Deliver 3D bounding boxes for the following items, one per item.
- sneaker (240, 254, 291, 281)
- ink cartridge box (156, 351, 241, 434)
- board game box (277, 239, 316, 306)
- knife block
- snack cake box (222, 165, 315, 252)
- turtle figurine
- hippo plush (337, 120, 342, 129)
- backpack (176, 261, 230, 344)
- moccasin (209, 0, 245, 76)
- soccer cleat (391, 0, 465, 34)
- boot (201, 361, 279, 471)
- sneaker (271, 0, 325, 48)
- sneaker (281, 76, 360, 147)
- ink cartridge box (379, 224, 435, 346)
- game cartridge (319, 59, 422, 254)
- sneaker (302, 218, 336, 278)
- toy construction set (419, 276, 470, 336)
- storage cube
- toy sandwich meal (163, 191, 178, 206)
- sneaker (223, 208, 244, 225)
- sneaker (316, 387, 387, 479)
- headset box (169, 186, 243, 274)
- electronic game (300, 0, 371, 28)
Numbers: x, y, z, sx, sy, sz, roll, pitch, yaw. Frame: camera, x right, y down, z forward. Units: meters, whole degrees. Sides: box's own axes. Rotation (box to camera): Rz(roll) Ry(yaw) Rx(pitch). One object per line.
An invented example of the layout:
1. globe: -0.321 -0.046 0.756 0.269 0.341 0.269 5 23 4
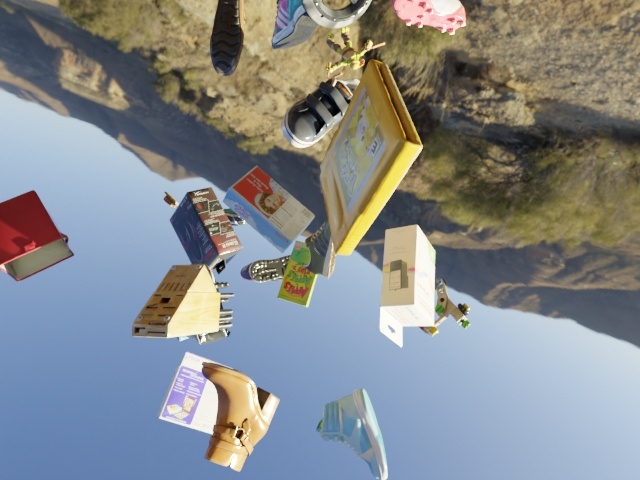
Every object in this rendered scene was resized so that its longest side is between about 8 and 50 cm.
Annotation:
1. sneaker: -0.180 0.114 1.788 0.284 0.107 0.124 4 171 -38
2. ink cartridge box: -0.380 0.485 1.436 0.206 0.208 0.045 30 154 -24
3. board game box: -0.056 0.100 1.359 0.092 0.181 0.043 16 170 6
4. knife block: -0.299 0.187 1.077 0.088 0.242 0.275 -2 -143 16
5. snack cake box: -0.169 -0.104 1.495 0.264 0.089 0.152 41 -129 -1
6. turtle figurine: 0.126 -0.795 1.906 0.087 0.270 0.217 32 -148 -61
7. hippo plush: 0.233 -0.468 1.829 0.237 0.234 0.294 -9 -171 -28
8. backpack: -0.418 0.202 1.494 0.191 0.253 0.225 -8 -175 -28
9. moccasin: -0.373 -0.847 1.830 0.139 0.379 0.147 -2 176 -2
10. soccer cleat: 0.263 -0.580 1.112 0.248 0.095 0.083 -3 166 -35
11. boot: -0.253 0.465 1.201 0.109 0.220 0.283 6 146 44
12. sneaker: -0.088 -0.673 1.283 0.124 0.178 0.296 -17 -173 -24
13. sneaker: 0.012 -0.383 1.295 0.126 0.127 0.321 49 -132 -10
14. ink cartridge box: 0.292 0.153 1.489 0.119 0.353 0.207 -8 149 29
15. game cartridge: 0.083 -0.173 0.979 0.053 0.323 0.285 9 -133 -22
16. sneaker: 0.000 0.000 1.173 0.086 0.192 0.064 14 -164 16
17. toy construction set: 0.507 0.338 1.965 0.237 0.258 0.308 44 158 25
18. storage cube: -0.950 -0.012 1.456 0.193 0.215 0.183 56 156 9
19. toy sandwich meal: -0.617 -0.166 1.856 0.085 0.029 0.085 44 175 5
20. sneaker: -0.351 -0.133 2.045 0.276 0.109 0.107 -5 159 -10
21. sneaker: 0.103 0.687 1.568 0.209 0.318 0.127 -18 179 5
22. headset box: -0.423 -0.015 1.685 0.110 0.218 0.293 -21 -102 -42
23. electronic game: 0.048 -0.650 1.126 0.229 0.229 0.048 13 -153 -43
